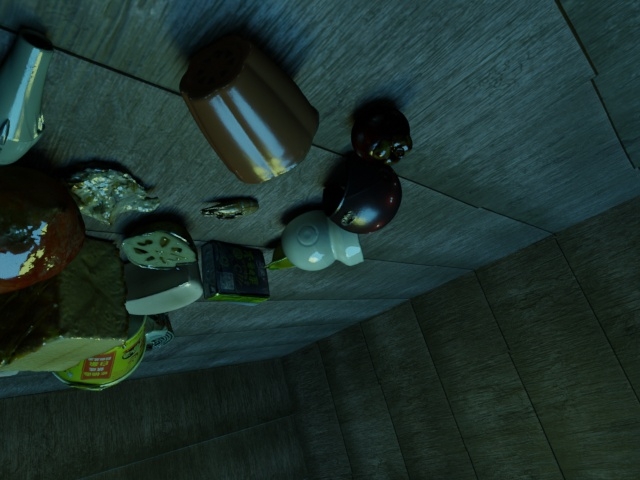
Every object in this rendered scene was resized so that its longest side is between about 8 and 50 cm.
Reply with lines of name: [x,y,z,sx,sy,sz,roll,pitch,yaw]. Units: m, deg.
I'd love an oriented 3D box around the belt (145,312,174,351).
belt: [-0.695,0.354,1.636,0.207,0.150,0.257,-24,160,-6]

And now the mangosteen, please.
mangosteen: [0.136,-0.216,0.882,0.140,0.140,0.140,-14,158,-6]

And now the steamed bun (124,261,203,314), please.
steamed bun: [-0.478,0.131,1.255,0.241,0.146,0.164,-18,155,-3]

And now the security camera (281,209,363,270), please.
security camera: [0.000,0.000,1.241,0.236,0.195,0.194,-13,159,7]

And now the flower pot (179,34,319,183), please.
flower pot: [-0.121,-0.212,0.665,0.190,0.191,0.173,-23,147,15]

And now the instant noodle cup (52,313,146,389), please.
instant noodle cup: [-0.683,0.277,1.291,0.311,0.311,0.221,-1,144,-34]

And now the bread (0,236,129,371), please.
bread: [-0.643,0.155,1.018,0.279,0.279,0.207,-23,157,23]

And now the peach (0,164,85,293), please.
peach: [-0.537,-0.025,0.737,0.256,0.233,0.232,-6,163,22]

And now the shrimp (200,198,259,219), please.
shrimp: [-0.240,-0.079,1.086,0.162,0.045,0.095,-10,179,-30]

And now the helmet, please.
helmet: [0.110,-0.115,1.074,0.216,0.193,0.189,-38,172,-36]

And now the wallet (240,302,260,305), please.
wallet: [-0.334,0.201,1.638,0.170,0.069,0.231,1,155,3]

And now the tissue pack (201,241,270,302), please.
tissue pack: [-0.267,0.106,1.317,0.073,0.174,0.235,-22,160,29]

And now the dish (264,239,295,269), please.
dish: [-0.098,0.037,1.401,0.207,0.080,0.149,-10,161,-19]

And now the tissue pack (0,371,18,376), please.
tissue pack: [-0.872,0.240,1.124,0.185,0.225,0.124,-33,153,35]

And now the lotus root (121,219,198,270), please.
lotus root: [-0.416,0.004,1.096,0.183,0.078,0.204,1,148,-9]

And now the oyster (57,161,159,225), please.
oyster: [-0.429,-0.089,0.859,0.191,0.081,0.163,-6,152,-34]

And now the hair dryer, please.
hair dryer: [-0.462,-0.220,0.552,0.219,0.088,0.225,-30,141,13]
